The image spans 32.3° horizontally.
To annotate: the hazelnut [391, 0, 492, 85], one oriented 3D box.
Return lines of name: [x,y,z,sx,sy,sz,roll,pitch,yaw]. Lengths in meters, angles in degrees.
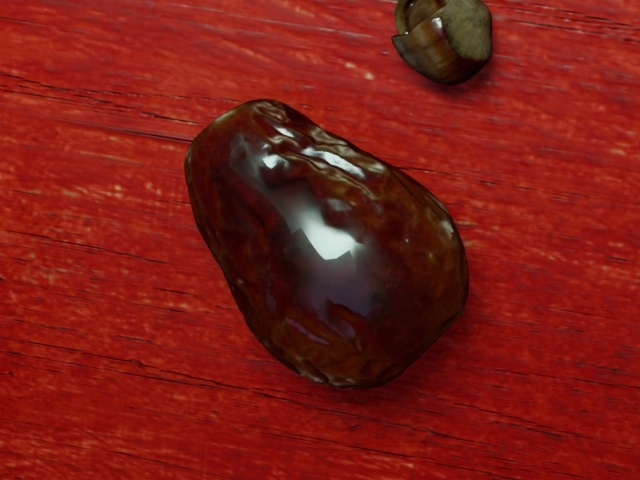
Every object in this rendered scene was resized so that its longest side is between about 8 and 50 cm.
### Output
hazelnut: [0.097,-0.165,0.882,0.086,0.086,0.086,3,112,7]

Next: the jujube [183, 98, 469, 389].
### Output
jujube: [0.000,0.000,0.917,0.190,0.190,0.255,-42,84,20]
